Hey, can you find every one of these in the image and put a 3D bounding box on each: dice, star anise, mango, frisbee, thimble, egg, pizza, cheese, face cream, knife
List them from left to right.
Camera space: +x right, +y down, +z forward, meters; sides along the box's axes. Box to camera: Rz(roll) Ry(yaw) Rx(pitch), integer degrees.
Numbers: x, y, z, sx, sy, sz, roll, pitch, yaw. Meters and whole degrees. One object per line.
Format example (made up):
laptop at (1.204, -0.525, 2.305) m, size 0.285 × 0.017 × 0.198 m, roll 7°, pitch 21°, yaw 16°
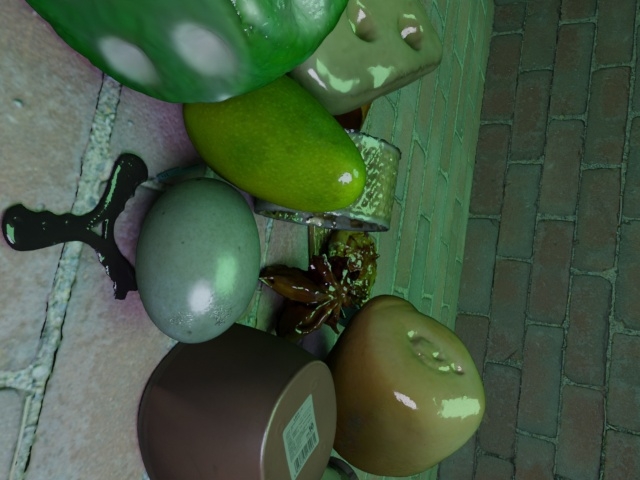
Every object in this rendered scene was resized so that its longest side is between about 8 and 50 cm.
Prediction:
frisbee at (-0.280, -0.004, 0.600) m, size 0.211 × 0.012 × 0.187 m, roll -54°, pitch 140°, yaw -45°
knife at (-0.218, -0.107, 0.705) m, size 0.091 × 0.005 × 0.014 m, roll -34°, pitch 125°, yaw -54°
dice at (-0.144, -0.347, 0.497) m, size 0.297 × 0.300 × 0.287 m, roll 55°, pitch 49°, yaw -50°
egg at (-0.168, 0.024, 0.640) m, size 0.169 × 0.169 × 0.236 m, roll 30°, pitch 55°, yaw -59°
mango at (-0.069, -0.144, 0.638) m, size 0.156 × 0.343 × 0.192 m, roll -44°, pitch 144°, yaw -21°
star anise at (-0.008, 0.131, 1.004) m, size 0.237 × 0.148 × 0.346 m, roll -59°, pitch 151°, yaw -1°
thimble at (0.015, -0.106, 0.866) m, size 0.271 × 0.271 × 0.149 m, roll 13°, pitch 84°, yaw -62°
cheese at (0.027, -0.372, 0.719) m, size 0.328 × 0.130 × 0.351 m, roll -45°, pitch 111°, yaw -34°
pizza at (0.103, 0.066, 1.199) m, size 0.289 × 0.082 × 0.228 m, roll 12°, pitch 70°, yaw -68°
face cream at (0.131, 0.209, 1.328) m, size 0.250 × 0.077 × 0.077 m, roll 13°, pitch 83°, yaw -61°

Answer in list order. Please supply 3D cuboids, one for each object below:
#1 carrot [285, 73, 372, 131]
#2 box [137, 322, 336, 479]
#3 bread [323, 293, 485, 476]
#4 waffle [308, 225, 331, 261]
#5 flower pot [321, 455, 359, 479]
carrot at (0.037, -0.389, 0.937) m, size 0.331 × 0.214 × 0.193 m, roll -67°, pitch -172°, yaw -22°
box at (-0.115, 0.300, 0.750) m, size 0.301 × 0.216 × 0.300 m, roll -23°, pitch 117°, yaw -58°
bread at (0.149, 0.348, 1.021) m, size 0.253 × 0.348 × 0.376 m, roll -34°, pitch 161°, yaw -38°
waffle at (0.000, 0.000, 1.112) m, size 0.092 × 0.021 × 0.134 m, roll -19°, pitch 112°, yaw -58°
flower pot at (-0.042, 0.534, 0.959) m, size 0.202 × 0.212 × 0.212 m, roll 53°, pitch 48°, yaw -37°
